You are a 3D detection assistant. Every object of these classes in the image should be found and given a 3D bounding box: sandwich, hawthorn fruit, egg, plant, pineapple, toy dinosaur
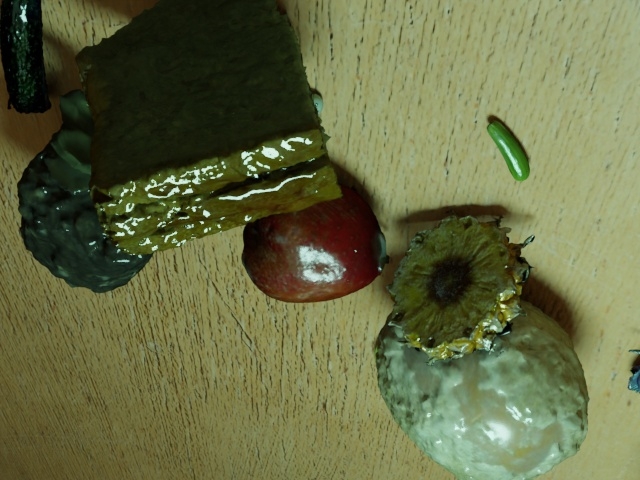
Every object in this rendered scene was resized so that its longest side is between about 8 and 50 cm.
[{"bbox_3d":[-0.136,-0.156,1.229,0.262,0.325,0.131,-16,139,-2],"label":"sandwich"},{"bbox_3d":[0.000,0.000,1.458,0.202,0.185,0.185,13,148,-11],"label":"hawthorn fruit"},{"bbox_3d":[0.222,0.193,1.483,0.310,0.279,0.279,41,153,26],"label":"egg"},{"bbox_3d":[-0.297,-0.076,1.506,0.215,0.213,0.312,33,143,-2],"label":"plant"},{"bbox_3d":[0.175,0.054,1.380,0.221,0.221,0.047,-3,157,36],"label":"pineapple"},{"bbox_3d":[0.472,0.203,1.514,0.080,0.045,0.197,5,150,33],"label":"toy dinosaur"}]

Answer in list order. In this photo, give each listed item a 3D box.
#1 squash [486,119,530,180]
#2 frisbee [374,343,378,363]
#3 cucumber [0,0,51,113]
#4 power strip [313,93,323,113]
[{"bbox_3d":[0.224,-0.107,1.282,0.027,0.027,0.089,-7,131,39],"label":"squash"},{"bbox_3d":[0.198,0.213,1.734,0.236,0.017,0.236,18,146,13],"label":"frisbee"},{"bbox_3d":[-0.404,-0.255,1.465,0.067,0.067,0.245,23,147,5],"label":"cucumber"},{"bbox_3d":[-0.038,-0.177,1.354,0.083,0.035,0.055,25,146,7],"label":"power strip"}]
